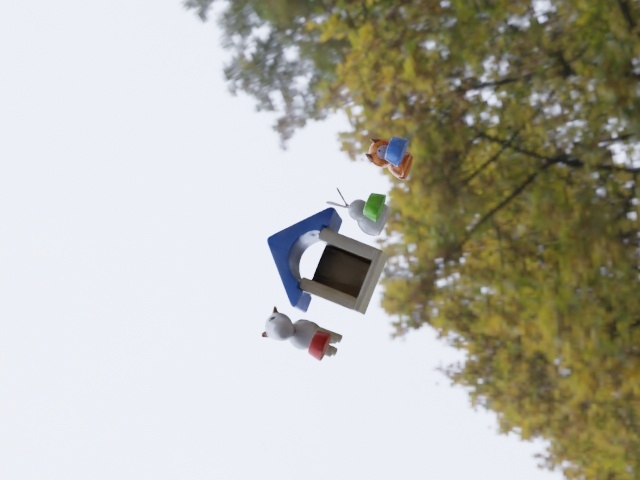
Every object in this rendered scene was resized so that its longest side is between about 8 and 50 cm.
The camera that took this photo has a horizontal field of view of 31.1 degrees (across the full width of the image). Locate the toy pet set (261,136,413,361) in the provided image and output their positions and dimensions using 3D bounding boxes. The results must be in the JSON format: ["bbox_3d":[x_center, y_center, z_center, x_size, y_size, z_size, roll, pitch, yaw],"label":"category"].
[{"bbox_3d":[0.000,0.000,0.635,0.065,0.114,0.122,22,-94,10],"label":"toy pet set"}]
